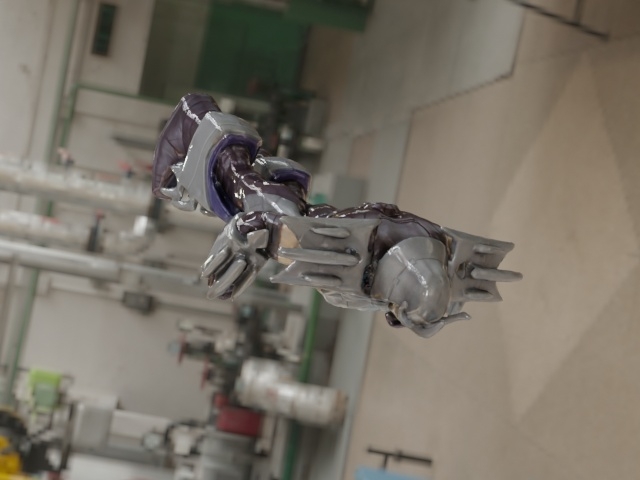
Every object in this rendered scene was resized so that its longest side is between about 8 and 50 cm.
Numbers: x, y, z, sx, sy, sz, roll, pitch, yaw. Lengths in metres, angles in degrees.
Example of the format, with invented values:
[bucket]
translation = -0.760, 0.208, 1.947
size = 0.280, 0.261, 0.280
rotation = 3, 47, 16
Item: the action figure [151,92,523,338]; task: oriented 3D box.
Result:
[action figure]
translation = 0.000, 0.000, 0.862
size = 0.285, 0.185, 0.099
rotation = 33, 101, 55
